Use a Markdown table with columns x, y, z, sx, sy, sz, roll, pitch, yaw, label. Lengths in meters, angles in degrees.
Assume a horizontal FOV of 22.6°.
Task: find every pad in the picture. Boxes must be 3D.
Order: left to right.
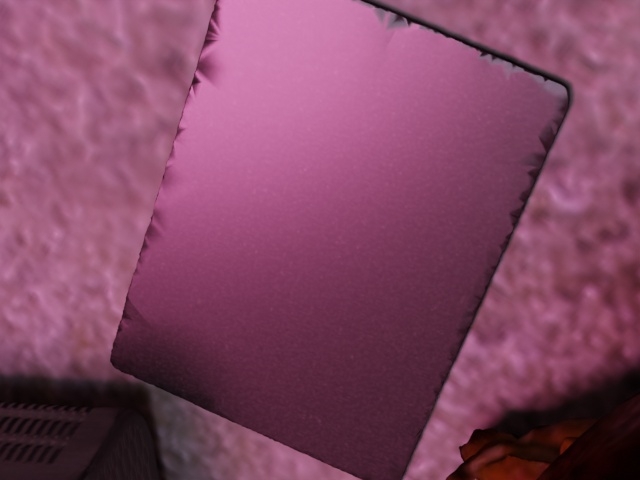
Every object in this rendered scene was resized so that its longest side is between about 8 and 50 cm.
| x | y | z | sx | sy | sz | roll | pitch | yaw | label |
| --- | --- | --- | --- | --- | --- | --- | --- | --- | --- |
| 0.000 | 0.000 | 0.652 | 0.143 | 0.003 | 0.211 | 24 | 123 | 4 | pad |

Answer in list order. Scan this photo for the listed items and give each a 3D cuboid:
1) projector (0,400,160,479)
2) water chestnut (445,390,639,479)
| x | y | z | sx | sy | sz | roll | pitch | yaw | label |
| --- | --- | --- | --- | --- | --- | --- | --- | --- | --- |
| -0.166 | 0.192 | 0.754 | 0.198 | 0.108 | 0.250 | 1 | 117 | 17 | projector |
| 0.161 | 0.165 | 0.551 | 0.335 | 0.347 | 0.335 | -12 | 123 | -18 | water chestnut |
